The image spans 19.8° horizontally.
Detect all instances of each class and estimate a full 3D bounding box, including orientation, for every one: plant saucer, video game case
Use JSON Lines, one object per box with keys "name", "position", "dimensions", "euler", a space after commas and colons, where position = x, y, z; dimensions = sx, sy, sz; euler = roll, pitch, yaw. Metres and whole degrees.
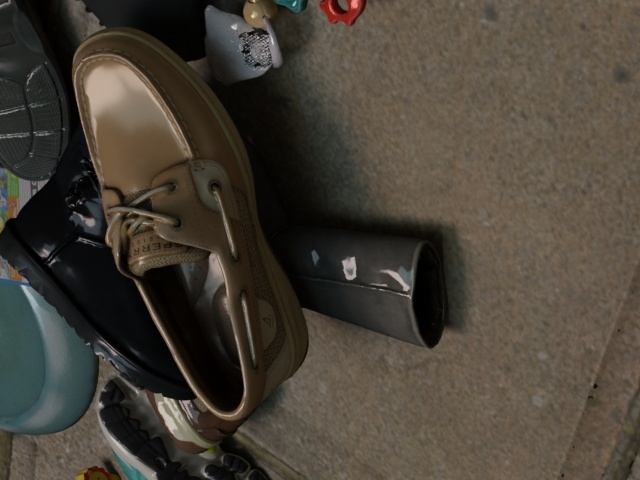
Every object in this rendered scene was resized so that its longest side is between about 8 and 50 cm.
{"name": "plant saucer", "position": [-0.369, 0.077, 1.968], "dimensions": [0.318, 0.044, 0.317], "euler": [22, 128, 31]}
{"name": "video game case", "position": [-0.301, -0.014, 1.834], "dimensions": [0.166, 0.015, 0.119], "euler": [9, 107, 26]}

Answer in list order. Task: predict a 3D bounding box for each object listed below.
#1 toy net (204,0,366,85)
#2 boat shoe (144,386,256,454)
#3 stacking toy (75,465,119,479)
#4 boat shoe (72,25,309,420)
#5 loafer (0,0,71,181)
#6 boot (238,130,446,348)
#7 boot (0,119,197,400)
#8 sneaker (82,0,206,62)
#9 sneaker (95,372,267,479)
{"name": "toy net", "position": [-0.020, -0.201, 1.498], "dimensions": [0.122, 0.045, 0.232], "euler": [44, 137, 9]}
{"name": "boat shoe", "position": [-0.144, 0.072, 1.749], "dimensions": [0.095, 0.095, 0.257], "euler": [-32, 91, 23]}
{"name": "stacking toy", "position": [-0.265, 0.368, 1.994], "dimensions": [0.167, 0.052, 0.221], "euler": [-24, 75, 47]}
{"name": "boat shoe", "position": [-0.117, -0.015, 1.527], "dimensions": [0.122, 0.110, 0.341], "euler": [-21, 102, 30]}
{"name": "loafer", "position": [-0.288, -0.184, 1.725], "dimensions": [0.096, 0.084, 0.267], "euler": [-5, 126, 12]}
{"name": "boot", "position": [0.001, -0.002, 1.574], "dimensions": [0.208, 0.076, 0.189], "euler": [14, 134, 42]}
{"name": "boot", "position": [-0.152, -0.005, 1.644], "dimensions": [0.246, 0.094, 0.207], "euler": [42, 108, 11]}
{"name": "sneaker", "position": [-0.195, -0.221, 1.607], "dimensions": [0.222, 0.083, 0.118], "euler": [17, 128, 34]}
{"name": "sneaker", "position": [-0.127, 0.248, 1.840], "dimensions": [0.275, 0.107, 0.110], "euler": [52, 156, 10]}
